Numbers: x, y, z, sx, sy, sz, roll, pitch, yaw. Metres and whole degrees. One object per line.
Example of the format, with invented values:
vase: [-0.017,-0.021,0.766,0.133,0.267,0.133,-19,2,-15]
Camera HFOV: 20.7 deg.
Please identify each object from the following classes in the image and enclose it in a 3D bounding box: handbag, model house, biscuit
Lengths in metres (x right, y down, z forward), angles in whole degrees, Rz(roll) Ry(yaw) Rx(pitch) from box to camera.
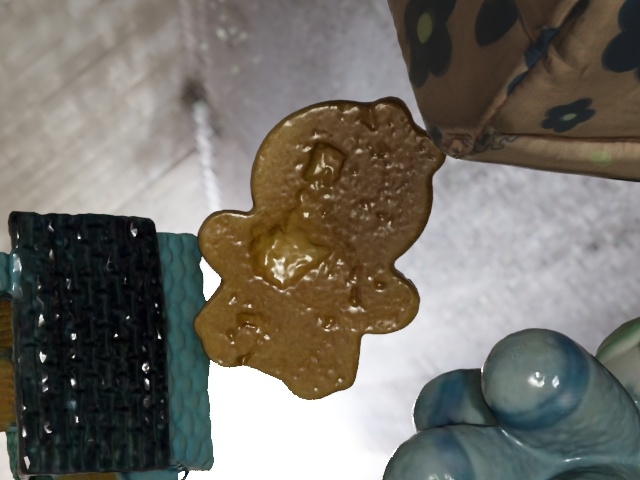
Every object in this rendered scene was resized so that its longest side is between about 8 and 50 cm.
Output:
handbag: [0.138,-0.148,0.747,0.190,0.193,0.251,122,146,-43]
model house: [-0.246,0.119,1.577,0.241,0.226,0.261,17,-114,-65]
biscuit: [0.000,-0.001,1.363,0.184,0.249,0.035,20,-171,-3]

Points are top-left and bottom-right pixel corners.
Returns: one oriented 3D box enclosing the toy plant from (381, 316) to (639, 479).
toy plant: [0.193,0.175,1.347,0.247,0.332,0.247,19,111,60]
